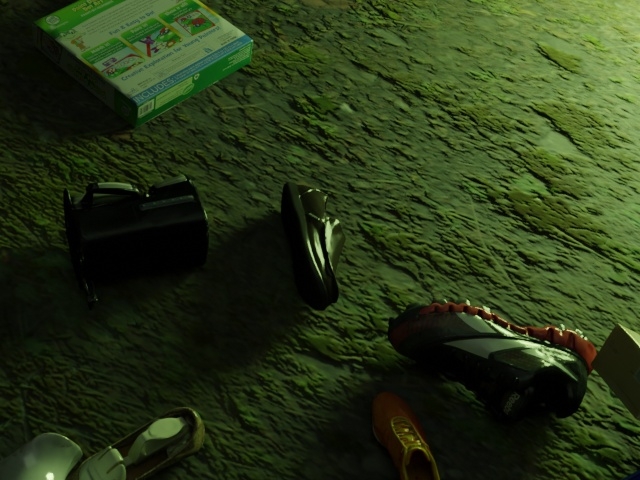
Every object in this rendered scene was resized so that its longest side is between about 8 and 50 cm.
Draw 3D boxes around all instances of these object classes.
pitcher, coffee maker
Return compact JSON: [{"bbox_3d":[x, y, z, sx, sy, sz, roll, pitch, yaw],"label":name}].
[{"bbox_3d":[-0.332,0.331,1.268,0.177,0.125,0.207,-23,49,12],"label":"pitcher"},{"bbox_3d":[-0.241,0.002,1.582,0.178,0.120,0.171,-10,75,-17],"label":"coffee maker"}]

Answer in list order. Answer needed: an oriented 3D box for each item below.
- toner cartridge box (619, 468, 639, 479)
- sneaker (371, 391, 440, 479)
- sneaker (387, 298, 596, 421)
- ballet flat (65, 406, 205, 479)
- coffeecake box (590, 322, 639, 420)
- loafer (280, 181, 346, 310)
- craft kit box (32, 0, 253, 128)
[{"bbox_3d":[0.475,0.411,1.360,0.165,0.075,0.348,-20,55,-26],"label":"toner cartridge box"},{"bbox_3d":[0.111,0.251,1.442,0.064,0.067,0.175,-11,50,-17],"label":"sneaker"},{"bbox_3d":[0.218,0.159,1.521,0.276,0.098,0.135,13,46,0],"label":"sneaker"},{"bbox_3d":[-0.223,0.252,1.379,0.206,0.067,0.073,-32,62,-31],"label":"ballet flat"},{"bbox_3d":[0.450,0.194,1.473,0.185,0.068,0.142,25,15,-19],"label":"coffeecake box"},{"bbox_3d":[0.000,0.000,1.633,0.078,0.080,0.220,-4,50,-13],"label":"loafer"},{"bbox_3d":[-0.280,-0.312,1.878,0.246,0.061,0.250,41,54,21],"label":"craft kit box"}]
